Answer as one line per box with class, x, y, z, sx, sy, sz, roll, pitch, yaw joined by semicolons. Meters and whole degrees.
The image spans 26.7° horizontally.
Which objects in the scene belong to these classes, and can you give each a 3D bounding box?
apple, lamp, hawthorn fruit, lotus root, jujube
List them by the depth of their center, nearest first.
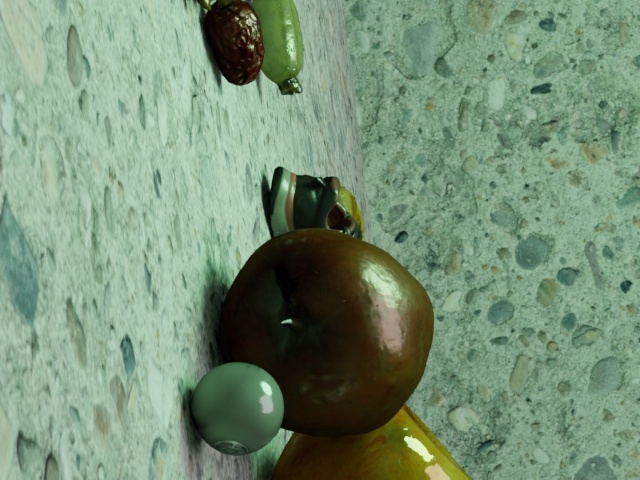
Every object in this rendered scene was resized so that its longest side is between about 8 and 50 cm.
lamp;-0.092;0.185;1.484;0.105;0.105;0.105;-7;90;-82
hawthorn fruit;0.006;0.110;1.658;0.301;0.268;0.267;36;47;-78
jujube;-0.115;-0.267;1.829;0.077;0.077;0.129;-88;173;-47
apple;0.063;0.363;1.854;0.299;0.275;0.299;52;3;-4
lotus root;-0.070;-0.320;2.166;0.090;0.077;0.183;7;73;-75

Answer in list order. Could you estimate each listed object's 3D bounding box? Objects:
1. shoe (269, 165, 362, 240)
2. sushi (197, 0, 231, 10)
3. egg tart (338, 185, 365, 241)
shoe;0.000;0.000;2.175;0.114;0.137;0.291;-87;169;-50
sushi;-0.099;-0.419;1.711;0.200;0.213;0.204;-34;104;-56
egg tart;0.022;0.051;2.382;0.295;0.116;0.294;-6;90;-85
